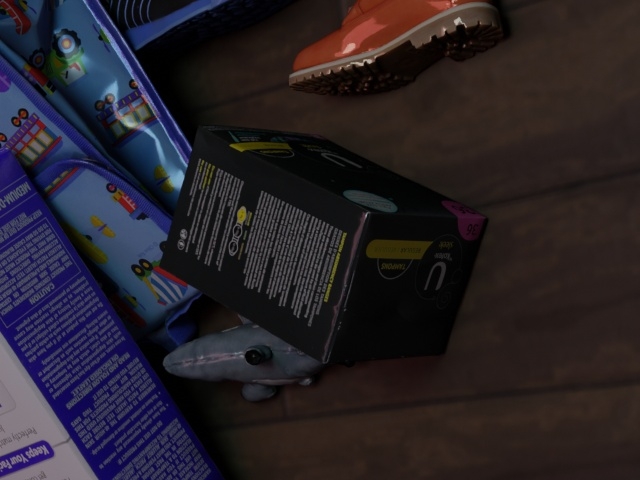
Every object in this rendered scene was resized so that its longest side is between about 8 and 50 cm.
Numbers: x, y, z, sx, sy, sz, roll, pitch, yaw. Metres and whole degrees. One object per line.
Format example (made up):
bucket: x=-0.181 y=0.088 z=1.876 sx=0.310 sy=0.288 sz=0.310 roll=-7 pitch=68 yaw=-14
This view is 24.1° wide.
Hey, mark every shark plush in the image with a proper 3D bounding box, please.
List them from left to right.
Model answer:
shark plush: x=-0.032 y=0.086 z=1.031 sx=0.161 sy=0.067 sz=0.073 roll=9 pitch=95 yaw=41

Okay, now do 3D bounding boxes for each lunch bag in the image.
lunch bag: x=-0.194 y=-0.034 z=1.119 sx=0.293 sy=0.138 sz=0.221 roll=50 pitch=132 yaw=-4

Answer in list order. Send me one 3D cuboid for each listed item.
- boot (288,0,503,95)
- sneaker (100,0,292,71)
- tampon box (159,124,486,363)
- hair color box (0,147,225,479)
boot: x=0.043 y=-0.147 z=0.981 sx=0.158 sy=0.059 sz=0.084 roll=-20 pitch=73 yaw=31
sneaker: x=-0.110 y=-0.188 z=1.096 sx=0.232 sy=0.081 sz=0.090 roll=-16 pitch=86 yaw=42
tampon box: x=0.000 y=0.000 z=0.969 sx=0.161 sy=0.120 sz=0.101 roll=28 pitch=108 yaw=38
hair color box: x=-0.214 y=0.123 z=1.074 sx=0.185 sy=0.110 sz=0.339 roll=-23 pitch=101 yaw=39
